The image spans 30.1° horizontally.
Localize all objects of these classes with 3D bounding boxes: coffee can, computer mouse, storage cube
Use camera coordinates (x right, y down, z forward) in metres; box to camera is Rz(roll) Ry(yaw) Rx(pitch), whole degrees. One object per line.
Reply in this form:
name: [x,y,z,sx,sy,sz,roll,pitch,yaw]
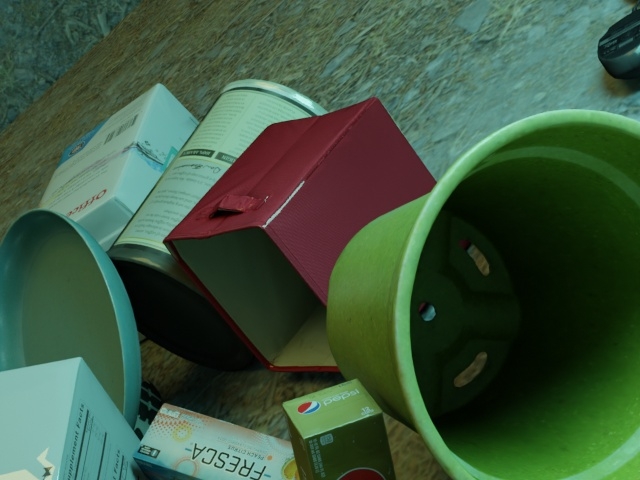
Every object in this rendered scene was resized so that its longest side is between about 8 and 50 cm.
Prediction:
coffee can: [-0.100,-0.019,1.364,0.201,0.201,0.275,-9,42,51]
computer mouse: [0.336,-0.231,1.246,0.071,0.041,0.242,-27,24,35]
storage cube: [0.000,0.000,1.187,0.184,0.215,0.193,-8,37,53]

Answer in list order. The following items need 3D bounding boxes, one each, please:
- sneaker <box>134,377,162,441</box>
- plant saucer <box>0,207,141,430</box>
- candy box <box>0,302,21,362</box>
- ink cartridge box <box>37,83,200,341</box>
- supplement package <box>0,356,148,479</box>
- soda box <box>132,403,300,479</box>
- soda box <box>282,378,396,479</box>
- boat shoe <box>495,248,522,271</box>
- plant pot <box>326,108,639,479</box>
sneaker: [-0.233,0.215,1.366,0.071,0.068,0.170,-37,26,28]
plant saucer: [-0.278,0.122,1.300,0.318,0.044,0.317,8,100,49]
candy box: [-0.412,0.219,1.484,0.316,0.183,0.087,-46,26,-3]
ink cartridge box: [-0.248,-0.029,1.601,0.198,0.197,0.270,-30,29,27]
supplement package: [-0.233,0.237,1.068,0.139,0.244,0.133,-11,45,11]
soda box: [-0.070,0.205,1.054,0.183,0.058,0.063,13,55,25]
soda box: [0.025,0.199,0.872,0.061,0.181,0.058,-17,23,-12]
boat shoe: [0.180,-0.027,1.112,0.065,0.075,0.206,-42,21,12]
plant pot: [0.130,0.057,0.887,0.276,0.276,0.254,-52,14,-15]
